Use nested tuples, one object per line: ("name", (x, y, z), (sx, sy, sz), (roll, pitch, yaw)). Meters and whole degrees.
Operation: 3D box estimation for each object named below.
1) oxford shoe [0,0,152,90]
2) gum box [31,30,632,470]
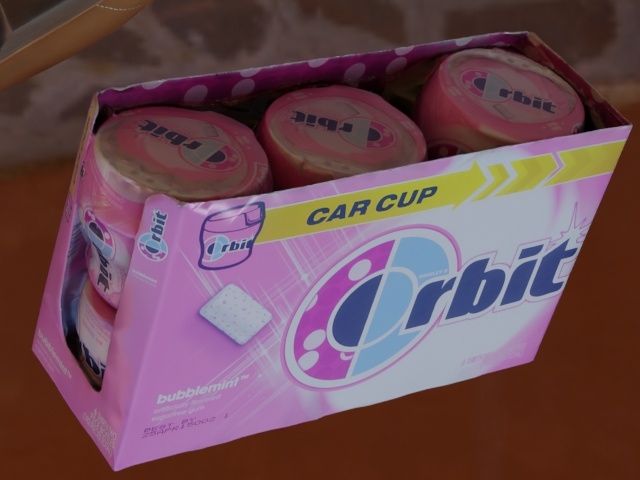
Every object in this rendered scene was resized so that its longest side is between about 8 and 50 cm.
("oxford shoe", (-0.121, -0.062, 0.579), (0.212, 0.076, 0.076), (-20, 169, 21))
("gum box", (0.000, 0.000, 0.613), (0.188, 0.062, 0.107), (-12, 135, -34))
